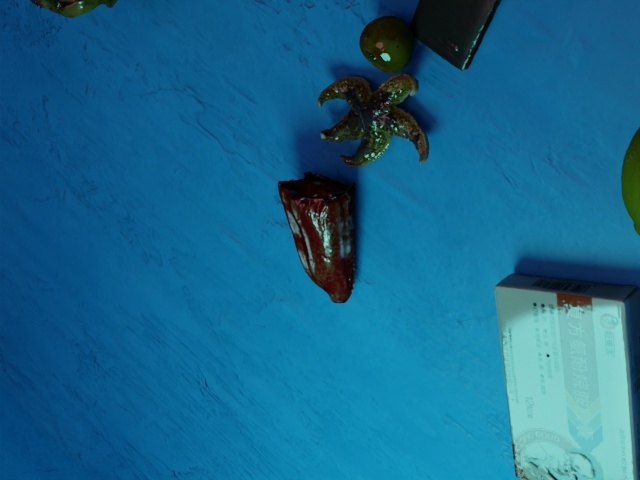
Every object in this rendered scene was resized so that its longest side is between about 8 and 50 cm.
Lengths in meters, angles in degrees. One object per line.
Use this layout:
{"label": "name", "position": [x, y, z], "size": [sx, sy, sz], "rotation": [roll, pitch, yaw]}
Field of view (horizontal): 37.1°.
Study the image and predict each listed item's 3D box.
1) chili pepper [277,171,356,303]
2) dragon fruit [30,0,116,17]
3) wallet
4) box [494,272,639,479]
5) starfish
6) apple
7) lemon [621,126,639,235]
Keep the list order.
{"label": "chili pepper", "position": [0.000, 0.000, 1.717], "size": [0.144, 0.136, 0.252], "rotation": [1, 121, 13]}
{"label": "dragon fruit", "position": [-0.406, -0.560, 1.717], "size": [0.263, 0.314, 0.296], "rotation": [-8, 129, 18]}
{"label": "wallet", "position": [0.214, -0.380, 1.400], "size": [0.124, 0.025, 0.244], "rotation": [43, 134, 22]}
{"label": "box", "position": [0.398, 0.234, 1.497], "size": [0.214, 0.069, 0.353], "rotation": [6, 115, 40]}
{"label": "starfish", "position": [0.097, -0.199, 1.566], "size": [0.216, 0.071, 0.238], "rotation": [48, 143, 7]}
{"label": "apple", "position": [0.105, -0.306, 1.492], "size": [0.089, 0.074, 0.089], "rotation": [49, 164, 19]}
{"label": "lemon", "position": [0.474, -0.084, 1.201], "size": [0.184, 0.184, 0.248], "rotation": [40, 131, 21]}
